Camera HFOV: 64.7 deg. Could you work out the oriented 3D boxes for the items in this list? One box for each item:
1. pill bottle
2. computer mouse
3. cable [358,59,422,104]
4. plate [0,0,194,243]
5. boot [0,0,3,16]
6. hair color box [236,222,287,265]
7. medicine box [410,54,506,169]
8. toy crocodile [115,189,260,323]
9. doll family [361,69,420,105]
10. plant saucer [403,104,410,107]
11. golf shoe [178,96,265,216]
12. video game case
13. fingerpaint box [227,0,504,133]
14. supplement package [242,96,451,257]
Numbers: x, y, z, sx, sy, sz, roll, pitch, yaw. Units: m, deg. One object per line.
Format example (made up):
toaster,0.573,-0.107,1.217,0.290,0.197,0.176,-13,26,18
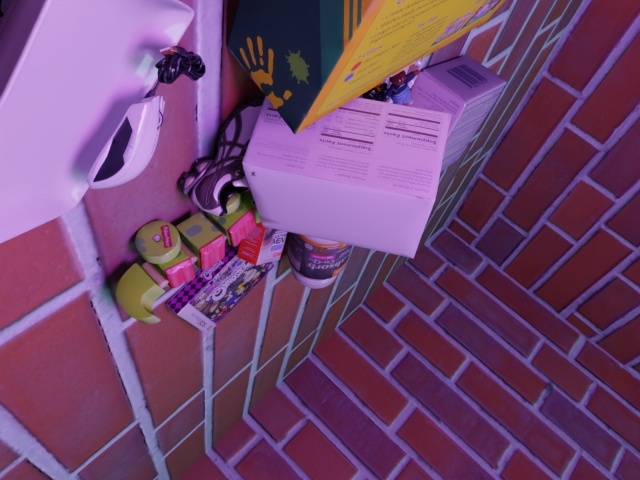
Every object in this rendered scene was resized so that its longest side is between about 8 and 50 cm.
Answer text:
pill bottle,0.000,0.000,1.235,0.162,0.162,0.278,-41,161,-26
computer mouse,-0.195,-0.129,0.572,0.193,0.042,0.106,-54,-170,12
cable,0.063,-0.279,0.917,0.257,0.089,0.257,-51,162,8
plate,-0.231,-0.119,0.452,0.278,0.045,0.277,-53,-170,12
boot,-0.296,-0.121,0.286,0.207,0.094,0.247,-24,144,-46
hair color box,-0.101,-0.041,0.999,0.093,0.053,0.167,-13,121,-63
medicine box,0.326,-0.321,1.377,0.263,0.149,0.289,-33,157,-42
toy crocodile,-0.192,-0.004,0.840,0.340,0.105,0.115,-41,162,-26
doll family,0.087,-0.217,0.847,0.193,0.076,0.111,-54,158,-1
plant saucer,0.134,-0.146,1.121,0.084,0.332,0.332,-1,149,-7
golf shoe,-0.123,-0.124,0.778,0.198,0.094,0.077,-52,162,5
video game case,-0.209,0.093,1.115,0.232,0.042,0.210,-46,162,-13
fingerpaint box,0.136,-0.369,0.591,0.444,0.163,0.371,-37,178,-27
supplement package,0.040,-0.098,0.771,0.204,0.261,0.145,85,19,-66
